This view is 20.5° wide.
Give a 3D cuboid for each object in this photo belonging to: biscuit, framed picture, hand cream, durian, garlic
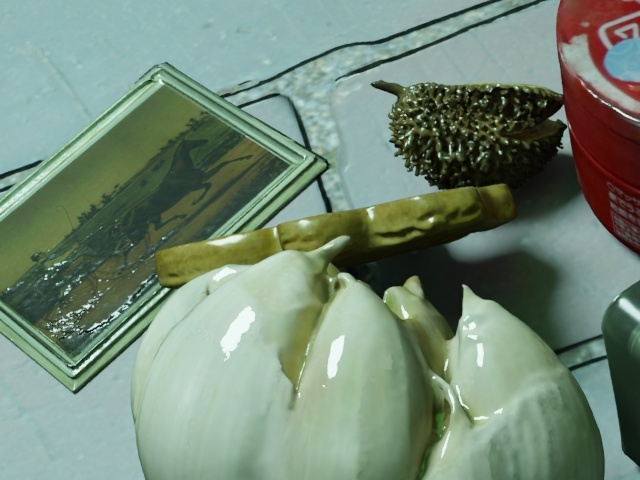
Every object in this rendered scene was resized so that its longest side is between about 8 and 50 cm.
[{"bbox_3d":[0.000,0.003,1.150,0.249,0.184,0.035,-11,88,20],"label":"biscuit"},{"bbox_3d":[-0.147,-0.021,1.304,0.252,0.014,0.197,-43,51,-18],"label":"framed picture"},{"bbox_3d":[0.267,-0.098,1.143,0.230,0.149,0.230,-9,47,10],"label":"hand cream"},{"bbox_3d":[0.097,-0.068,1.194,0.140,0.110,0.071,15,60,-12],"label":"durian"},{"bbox_3d":[0.004,0.100,1.004,0.281,0.203,0.185,19,20,39],"label":"garlic"}]

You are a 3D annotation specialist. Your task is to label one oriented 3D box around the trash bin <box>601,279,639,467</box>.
[{"bbox_3d":[0.278,0.117,0.945,0.122,0.164,0.240,-35,50,-12],"label":"trash bin"}]
